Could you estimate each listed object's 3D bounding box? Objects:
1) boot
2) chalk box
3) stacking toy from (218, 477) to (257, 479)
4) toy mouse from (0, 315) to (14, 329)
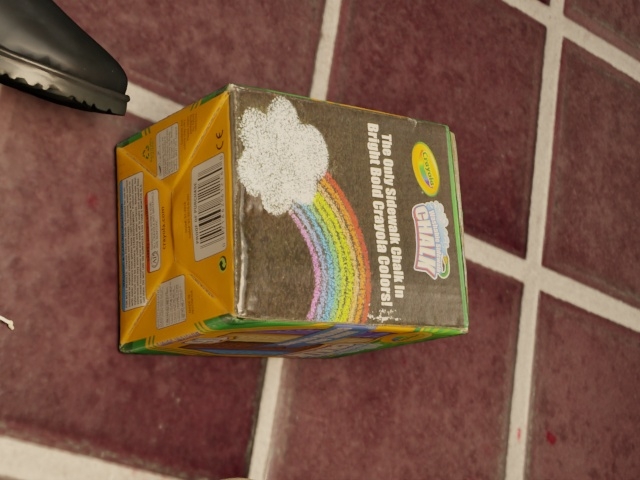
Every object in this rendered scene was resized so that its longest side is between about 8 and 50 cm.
[{"bbox_3d":[-0.224,-0.222,0.869,0.246,0.094,0.207,21,88,-26],"label":"boot"},{"bbox_3d":[0.000,0.000,0.974,0.289,0.179,0.180,7,74,-38],"label":"chalk box"},{"bbox_3d":[-0.035,0.439,0.814,0.351,0.350,0.480,30,80,-29],"label":"stacking toy"},{"bbox_3d":[-0.272,0.022,0.848,0.143,0.031,0.161,42,57,-23],"label":"toy mouse"}]
